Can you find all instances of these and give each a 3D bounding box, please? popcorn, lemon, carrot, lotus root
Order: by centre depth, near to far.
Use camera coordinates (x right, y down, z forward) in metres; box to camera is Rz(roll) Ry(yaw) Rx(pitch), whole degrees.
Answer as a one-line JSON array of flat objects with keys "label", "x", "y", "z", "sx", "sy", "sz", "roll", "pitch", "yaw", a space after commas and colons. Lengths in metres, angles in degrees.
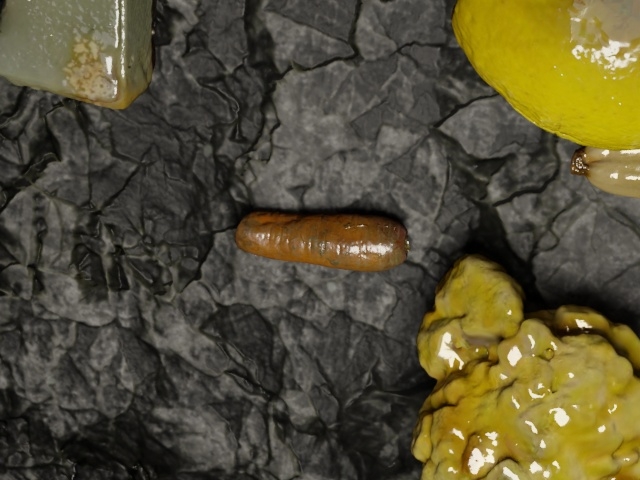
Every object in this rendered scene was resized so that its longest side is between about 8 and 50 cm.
[{"label": "lemon", "x": 0.266, "y": -0.223, "z": 1.738, "sx": 0.297, "sy": 0.297, "sz": 0.297, "roll": 3, "pitch": 111, "yaw": 9}, {"label": "lotus root", "x": 0.323, "y": -0.077, "z": 1.897, "sx": 0.150, "sy": 0.062, "sz": 0.073, "roll": 3, "pitch": 89, "yaw": 7}, {"label": "popcorn", "x": 0.212, "y": 0.168, "z": 1.930, "sx": 0.265, "sy": 0.225, "sz": 0.332, "roll": -19, "pitch": 86, "yaw": 19}, {"label": "carrot", "x": 0.000, "y": 0.000, "z": 1.986, "sx": 0.186, "sy": 0.060, "sz": 0.060, "roll": 3, "pitch": 111, "yaw": 9}]

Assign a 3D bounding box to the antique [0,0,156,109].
[{"label": "antique", "x": -0.225, "y": -0.287, "z": 1.878, "sx": 0.150, "sy": 0.125, "sz": 0.284, "roll": 13, "pitch": 112, "yaw": 5}]
